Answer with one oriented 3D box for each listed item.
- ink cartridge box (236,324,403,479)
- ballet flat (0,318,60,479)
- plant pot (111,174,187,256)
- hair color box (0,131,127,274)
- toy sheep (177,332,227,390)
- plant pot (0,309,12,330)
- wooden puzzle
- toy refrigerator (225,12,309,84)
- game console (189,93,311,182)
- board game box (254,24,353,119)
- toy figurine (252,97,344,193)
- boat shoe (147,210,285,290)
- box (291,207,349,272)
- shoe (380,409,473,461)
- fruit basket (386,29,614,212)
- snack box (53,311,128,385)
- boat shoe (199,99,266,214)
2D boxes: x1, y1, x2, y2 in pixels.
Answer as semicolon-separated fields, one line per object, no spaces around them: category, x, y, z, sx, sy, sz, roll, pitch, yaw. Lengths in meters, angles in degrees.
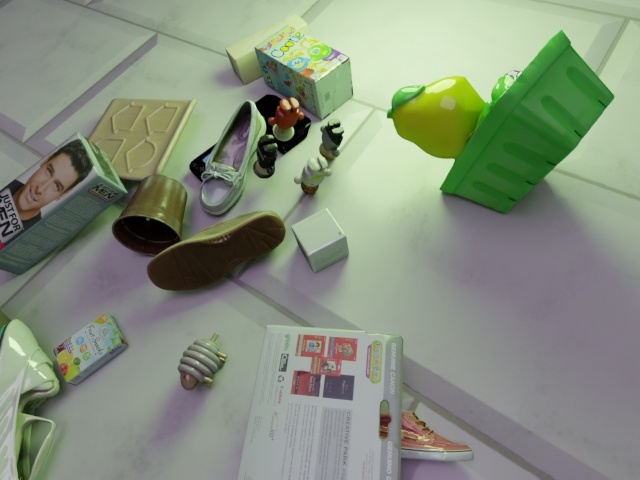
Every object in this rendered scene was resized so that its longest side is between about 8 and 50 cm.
ink cartridge box;0.016;0.329;0.772;0.272;0.130;0.309;1;60;14
ballet flat;-0.629;0.364;0.888;0.139;0.139;0.399;-10;63;4
plant pot;-0.428;-0.071;1.085;0.167;0.166;0.165;-5;51;7
hair color box;-0.737;-0.100;1.130;0.375;0.113;0.185;-37;66;-1
toy sheep;-0.254;0.258;0.896;0.091;0.091;0.132;13;49;17
plant pot;-0.848;0.216;0.909;0.324;0.280;0.322;-4;59;7
wooden puzzle;-0.570;-0.307;1.295;0.348;0.080;0.321;4;60;18
toy refrigerator;-0.172;-0.646;1.406;0.270;0.102;0.094;-32;59;-8
game console;-0.214;-0.287;1.234;0.361;0.044;0.213;-41;61;-14
board game box;-0.049;-0.520;1.283;0.142;0.144;0.275;-42;62;-16
toy figurine;-0.058;-0.239;1.104;0.210;0.148;0.212;22;65;-4
boat shoe;-0.251;0.021;1.030;0.342;0.121;0.110;-21;21;-6
box;0.000;0.000;0.998;0.101;0.087;0.101;-28;59;-7
shoe;0.185;0.356;0.766;0.178;0.063;0.081;-3;63;15
fruit basket;0.356;-0.267;0.930;0.392;0.392;0.283;35;71;26
snack box;-0.536;0.251;0.975;0.141;0.037;0.100;-37;61;-12
boat shoe;-0.246;-0.225;1.132;0.118;0.103;0.320;23;79;10
